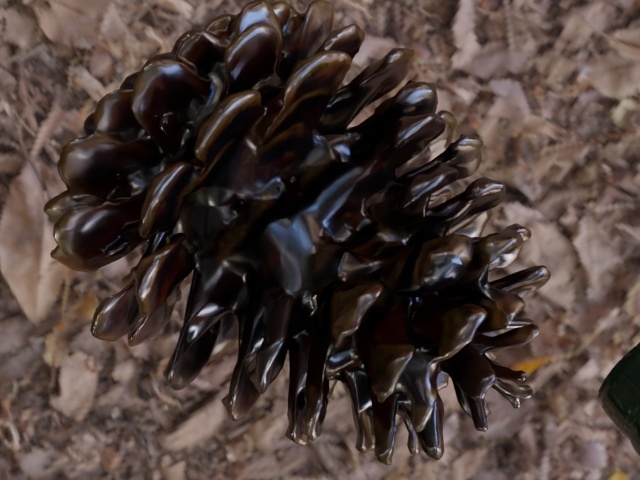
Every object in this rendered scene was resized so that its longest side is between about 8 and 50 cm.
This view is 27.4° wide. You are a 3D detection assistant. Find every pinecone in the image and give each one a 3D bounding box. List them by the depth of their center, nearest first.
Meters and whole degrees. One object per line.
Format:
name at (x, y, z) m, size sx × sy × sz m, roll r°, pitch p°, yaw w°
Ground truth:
pinecone at (-0.002, 0.002, 0.743) m, size 0.246 × 0.292 × 0.246 m, roll -46°, pitch 161°, yaw -20°

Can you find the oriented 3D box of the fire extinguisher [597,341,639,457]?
fire extinguisher at (0.274, 0.170, 0.650) m, size 0.114 × 0.311 × 0.095 m, roll -30°, pitch 150°, yaw -4°
